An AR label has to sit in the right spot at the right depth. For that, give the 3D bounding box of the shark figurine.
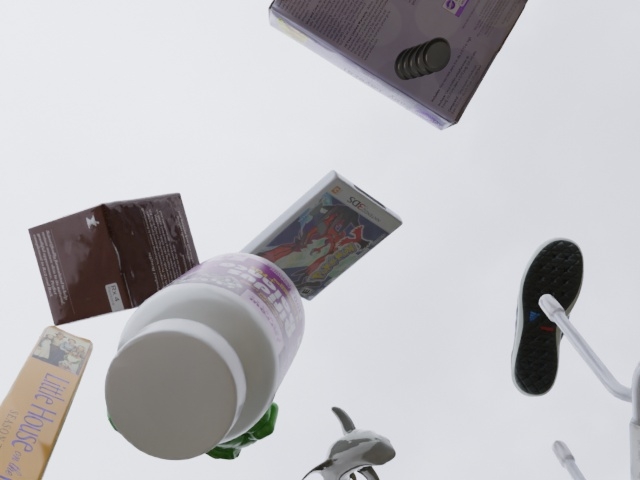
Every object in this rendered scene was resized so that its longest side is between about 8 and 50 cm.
[{"bbox_3d":[0.019,0.381,1.263,0.116,0.166,0.278,-16,-50,-34],"label":"shark figurine"}]

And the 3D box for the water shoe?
[{"bbox_3d":[0.276,0.095,1.026,0.073,0.080,0.203,16,-97,8],"label":"water shoe"}]

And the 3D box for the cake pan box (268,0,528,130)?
[{"bbox_3d":[0.109,-0.299,0.917,0.245,0.070,0.267,30,-93,-4],"label":"cake pan box"}]

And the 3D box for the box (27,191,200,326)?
[{"bbox_3d":[-0.328,0.027,1.329,0.203,0.167,0.168,-17,-88,-63],"label":"box"}]

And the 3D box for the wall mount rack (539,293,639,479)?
[{"bbox_3d":[0.324,0.203,0.761,0.130,0.304,0.350,-34,-56,-37],"label":"wall mount rack"}]

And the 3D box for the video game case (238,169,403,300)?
[{"bbox_3d":[0.000,0.000,1.203,0.201,0.023,0.183,-40,-39,17],"label":"video game case"}]

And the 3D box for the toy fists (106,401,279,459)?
[{"bbox_3d":[-0.195,0.270,1.302,0.279,0.096,0.142,24,-64,-31],"label":"toy fists"}]

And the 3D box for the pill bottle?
[{"bbox_3d":[-0.117,0.117,0.872,0.169,0.301,0.169,1,-81,6],"label":"pill bottle"}]

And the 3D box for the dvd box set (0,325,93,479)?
[{"bbox_3d":[-0.309,0.280,0.684,0.062,0.420,0.308,27,-79,-13],"label":"dvd box set"}]
